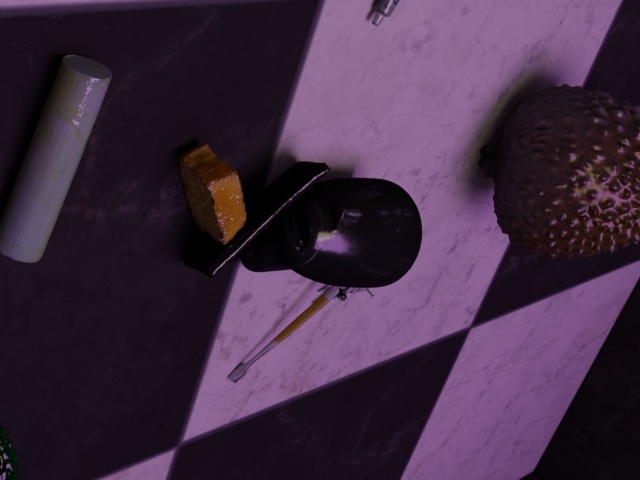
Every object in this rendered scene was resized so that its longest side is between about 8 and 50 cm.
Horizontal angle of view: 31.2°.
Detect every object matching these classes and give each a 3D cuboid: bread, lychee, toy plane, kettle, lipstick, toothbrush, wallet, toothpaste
[{"bbox_3d":[-0.174,-0.071,1.849,0.065,0.103,0.187,-37,143,-25],"label":"bread"},{"bbox_3d":[0.552,-0.141,2.458,0.380,0.432,0.381,11,90,-75],"label":"lychee"},{"bbox_3d":[0.061,0.086,2.372,0.162,0.066,0.171,-47,147,18],"label":"toy plane"},{"bbox_3d":[0.000,0.000,2.079,0.268,0.208,0.290,-27,165,35],"label":"kettle"},{"bbox_3d":[-0.372,-0.105,1.576,0.076,0.076,0.304,-4,127,-51],"label":"lipstick"},{"bbox_3d":[-0.072,0.190,2.313,0.288,0.021,0.024,-41,161,2],"label":"toothbrush"},{"bbox_3d":[-0.108,-0.043,1.954,0.285,0.146,0.030,-42,107,-15],"label":"wallet"},{"bbox_3d":[0.142,-0.447,1.923,0.197,0.029,0.048,-58,149,8],"label":"toothpaste"}]

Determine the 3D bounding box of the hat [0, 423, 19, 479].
[{"bbox_3d":[-0.584,0.284,1.591,0.274,0.242,0.332,-44,139,-35],"label":"hat"}]
